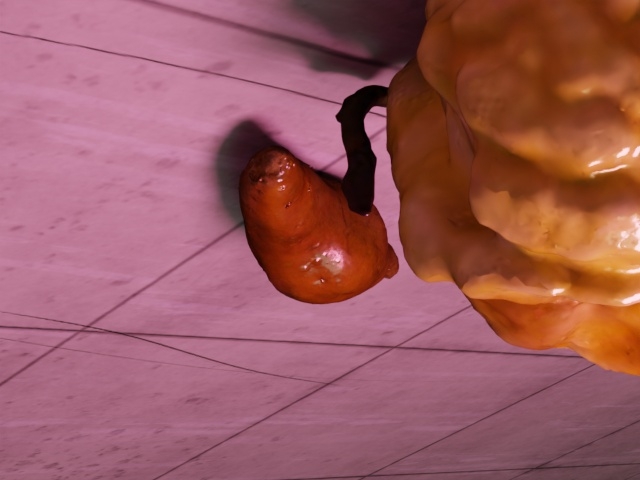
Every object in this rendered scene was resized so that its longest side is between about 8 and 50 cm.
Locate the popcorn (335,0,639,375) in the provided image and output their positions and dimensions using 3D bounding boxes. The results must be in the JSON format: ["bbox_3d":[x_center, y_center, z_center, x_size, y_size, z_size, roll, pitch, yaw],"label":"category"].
[{"bbox_3d":[0.167,-0.083,1.045,0.382,0.349,0.349,5,177,39],"label":"popcorn"}]

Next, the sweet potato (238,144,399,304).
[{"bbox_3d":[0.000,0.002,1.347,0.112,0.112,0.359,-24,162,17],"label":"sweet potato"}]
